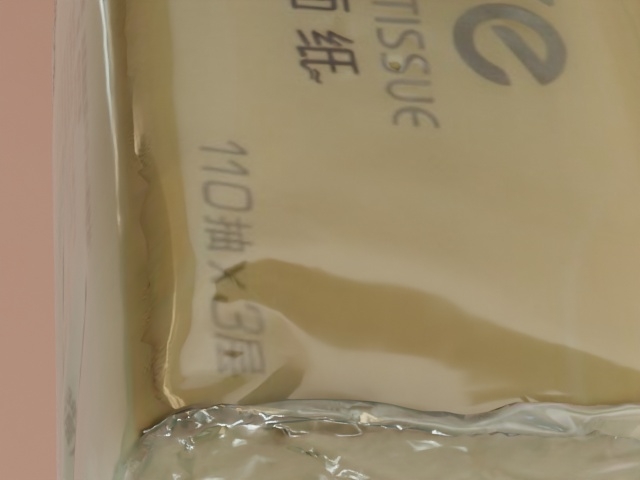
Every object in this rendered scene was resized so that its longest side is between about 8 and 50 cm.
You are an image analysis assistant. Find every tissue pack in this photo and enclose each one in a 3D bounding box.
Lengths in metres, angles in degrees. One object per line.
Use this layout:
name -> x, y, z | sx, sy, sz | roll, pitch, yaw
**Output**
tissue pack -> 0.000, 0.000, 0.710 | 0.331, 0.205, 0.405 | 105, -16, -48
